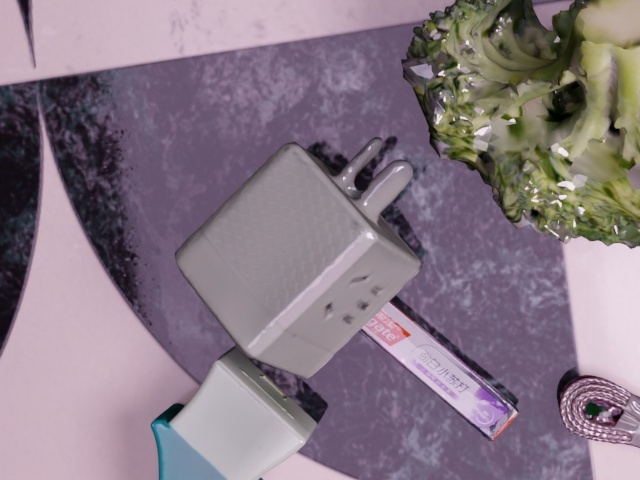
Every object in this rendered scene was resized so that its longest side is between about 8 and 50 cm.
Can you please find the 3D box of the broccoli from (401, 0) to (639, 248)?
[{"bbox_3d":[0.264,-0.156,1.318,0.375,0.302,0.249,16,52,13],"label":"broccoli"}]

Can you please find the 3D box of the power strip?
[{"bbox_3d":[0.000,0.000,1.404,0.224,0.140,0.139,-44,62,7],"label":"power strip"}]

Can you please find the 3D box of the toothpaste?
[{"bbox_3d":[0.105,0.119,1.468,0.196,0.040,0.047,40,96,3],"label":"toothpaste"}]

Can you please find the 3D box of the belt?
[{"bbox_3d":[0.341,0.185,1.436,0.232,0.053,0.071,20,96,6],"label":"belt"}]

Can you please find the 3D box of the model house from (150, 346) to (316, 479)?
[{"bbox_3d":[-0.097,0.199,1.468,0.127,0.100,0.149,43,96,3],"label":"model house"}]
